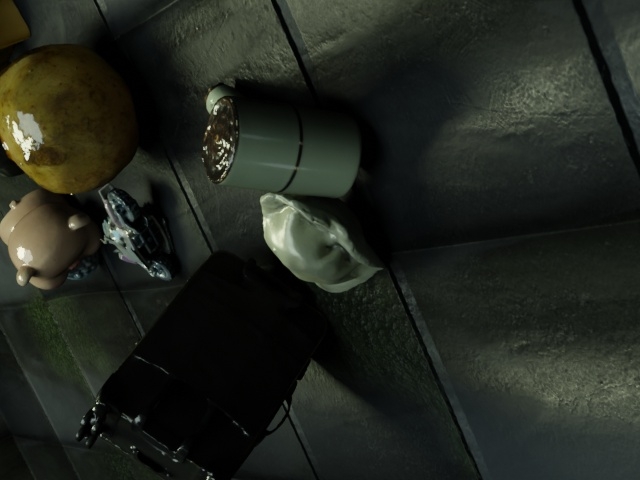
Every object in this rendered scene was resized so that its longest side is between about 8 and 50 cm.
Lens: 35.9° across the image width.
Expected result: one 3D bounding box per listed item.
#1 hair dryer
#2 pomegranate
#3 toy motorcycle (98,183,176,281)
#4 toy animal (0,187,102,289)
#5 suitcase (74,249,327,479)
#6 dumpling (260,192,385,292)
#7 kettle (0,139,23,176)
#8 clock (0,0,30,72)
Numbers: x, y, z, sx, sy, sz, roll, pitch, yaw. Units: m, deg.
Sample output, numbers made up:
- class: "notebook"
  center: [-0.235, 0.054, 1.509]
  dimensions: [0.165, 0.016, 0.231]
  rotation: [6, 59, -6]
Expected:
- class: "hair dryer"
  center: [-0.102, -0.176, 1.503]
  dimensions: [0.362, 0.203, 0.128]
  rotation: [44, 124, 57]
- class: "pomegranate"
  center: [-0.476, -0.230, 1.848]
  dimensions: [0.281, 0.281, 0.281]
  rotation: [32, 137, 35]
- class: "toy motorcycle"
  center: [-0.406, -0.025, 2.043]
  dimensions: [0.204, 0.108, 0.239]
  rotation: [22, 131, 42]
- class: "toy animal"
  center: [-0.624, -0.017, 2.256]
  dimensions: [0.221, 0.210, 0.229]
  rotation: [43, 180, 15]
- class: "suitcase"
  center: [-0.184, 0.234, 1.671]
  dimensions: [0.283, 0.434, 0.194]
  rotation: [34, 143, 2]
- class: "dumpling"
  center: [0.000, 0.000, 1.508]
  dimensions: [0.162, 0.132, 0.250]
  rotation: [-1, 144, 35]
- class: "kettle"
  center: [-0.687, -0.231, 2.204]
  dimensions: [0.271, 0.251, 0.207]
  rotation: [119, 154, -77]
- class: "clock"
  center: [-0.806, -0.413, 2.082]
  dimensions: [0.200, 0.317, 0.244]
  rotation: [53, 145, -2]
